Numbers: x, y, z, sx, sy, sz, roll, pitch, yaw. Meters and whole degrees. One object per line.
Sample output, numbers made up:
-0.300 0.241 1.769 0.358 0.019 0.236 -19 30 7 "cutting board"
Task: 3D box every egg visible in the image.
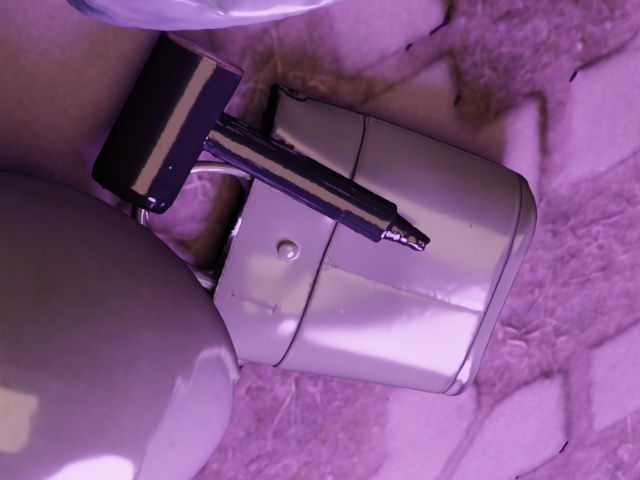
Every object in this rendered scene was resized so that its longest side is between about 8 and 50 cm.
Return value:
-0.217 0.093 1.345 0.336 0.278 0.278 14 112 -21 "egg"

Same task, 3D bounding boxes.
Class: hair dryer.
-0.037 -0.041 1.412 0.255 0.070 0.128 30 96 -8 "hair dryer"

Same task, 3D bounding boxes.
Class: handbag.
0.000 0.000 1.515 0.315 0.109 0.241 15 111 -13 "handbag"

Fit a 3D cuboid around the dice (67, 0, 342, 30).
-0.052 -0.339 1.128 0.328 0.348 0.330 -21 122 -7 "dice"
